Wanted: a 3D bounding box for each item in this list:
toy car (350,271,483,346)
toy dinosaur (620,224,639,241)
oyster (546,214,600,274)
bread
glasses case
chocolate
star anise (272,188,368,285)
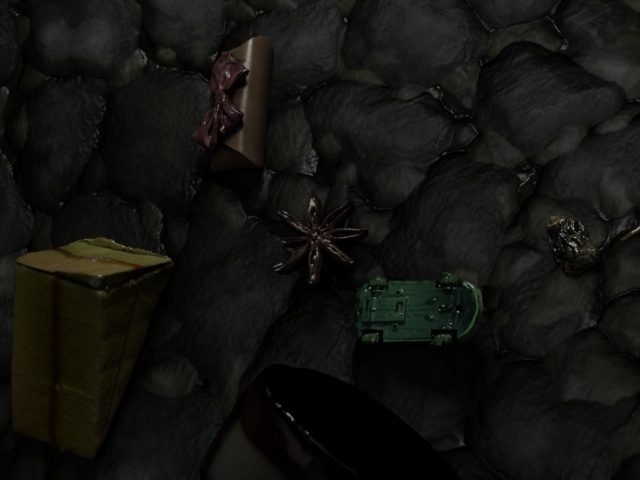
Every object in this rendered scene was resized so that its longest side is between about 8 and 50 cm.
[{"bbox_3d":[0.122,0.093,1.673,0.186,0.058,0.093,-3,70,36],"label":"toy car"},{"bbox_3d":[0.443,-0.055,1.603,0.162,0.039,0.126,1,61,29],"label":"toy dinosaur"},{"bbox_3d":[0.303,0.002,1.648,0.054,0.019,0.083,-32,61,11],"label":"oyster"},{"bbox_3d":[-0.318,0.141,1.862,0.167,0.163,0.264,15,109,27],"label":"bread"},{"bbox_3d":[-0.131,-0.194,1.886,0.102,0.070,0.193,-4,69,24],"label":"glasses case"},{"bbox_3d":[0.000,0.286,1.558,0.283,0.283,0.186,37,104,30],"label":"chocolate"},{"bbox_3d":[0.002,0.000,1.770,0.141,0.042,0.141,-10,64,22],"label":"star anise"}]
